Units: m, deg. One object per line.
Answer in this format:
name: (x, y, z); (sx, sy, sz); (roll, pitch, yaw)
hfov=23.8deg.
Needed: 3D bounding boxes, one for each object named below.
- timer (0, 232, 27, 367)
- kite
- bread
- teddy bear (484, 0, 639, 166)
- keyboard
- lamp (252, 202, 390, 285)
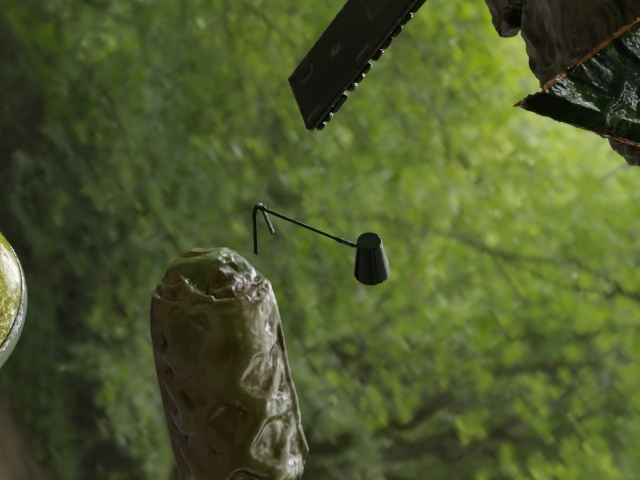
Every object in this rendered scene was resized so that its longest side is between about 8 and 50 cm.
timer: (-0.497, 0.045, 1.780); (0.285, 0.285, 0.285); (54, -9, 13)
kite: (0.199, -0.098, 0.784); (0.183, 0.241, 0.014); (63, -25, -4)
bread: (-0.091, 0.134, 1.479); (0.152, 0.129, 0.268); (-133, -150, -61)
teddy bear: (0.303, -0.306, 1.607); (0.367, 0.224, 0.357); (-116, -142, -53)
keyboard: (0.071, -0.253, 1.595); (0.027, 0.317, 0.106); (20, 35, -32)
lamp: (0.001, 0.000, 1.315); (0.121, 0.041, 0.054); (12, -40, 15)
